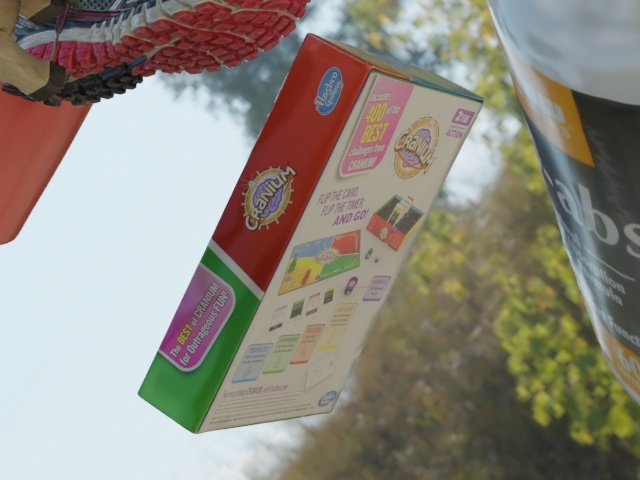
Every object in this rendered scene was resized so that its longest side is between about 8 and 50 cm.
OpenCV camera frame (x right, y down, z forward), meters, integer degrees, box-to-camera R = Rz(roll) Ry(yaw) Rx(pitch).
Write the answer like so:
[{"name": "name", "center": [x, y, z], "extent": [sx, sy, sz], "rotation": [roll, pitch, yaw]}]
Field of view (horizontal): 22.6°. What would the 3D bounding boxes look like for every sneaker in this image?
[{"name": "sneaker", "center": [-0.145, -0.194, 1.301], "extent": [0.299, 0.112, 0.121], "rotation": [-9, -13, 30]}]

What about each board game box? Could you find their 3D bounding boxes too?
[{"name": "board game box", "center": [0.000, 0.000, 1.317], "extent": [0.242, 0.064, 0.316], "rotation": [5, -66, -64]}]

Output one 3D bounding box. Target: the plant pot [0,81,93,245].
[{"name": "plant pot", "center": [-0.348, -0.142, 1.541], "extent": [0.243, 0.275, 0.275], "rotation": [-68, -15, 14]}]

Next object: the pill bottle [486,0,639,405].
[{"name": "pill bottle", "center": [0.145, -0.064, 0.544], "extent": [0.162, 0.162, 0.278], "rotation": [-46, -44, -20]}]

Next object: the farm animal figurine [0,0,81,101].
[{"name": "farm animal figurine", "center": [-0.325, -0.111, 1.139], "extent": [0.327, 0.330, 0.172], "rotation": [-38, -39, 23]}]
